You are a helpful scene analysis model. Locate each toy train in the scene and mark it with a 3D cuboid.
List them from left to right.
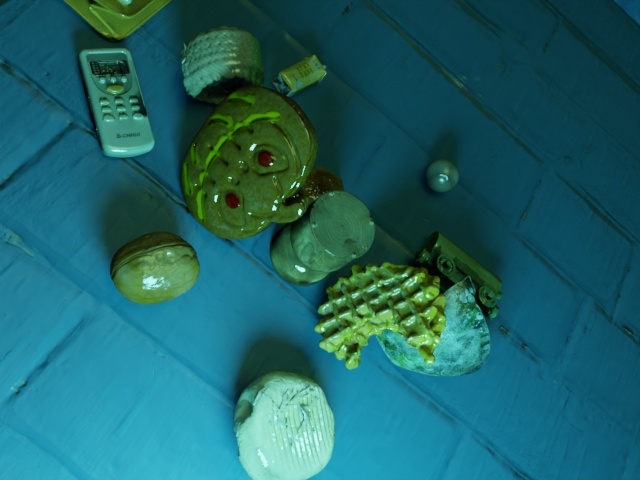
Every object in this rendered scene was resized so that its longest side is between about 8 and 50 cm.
[{"bbox_3d":[0.414,0.099,1.967,0.307,0.126,0.189,37,60,-10],"label":"toy train"}]

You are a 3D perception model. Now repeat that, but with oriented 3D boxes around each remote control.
[{"bbox_3d":[-0.520,-0.351,1.709,0.140,0.056,0.296,-11,77,-27],"label":"remote control"}]

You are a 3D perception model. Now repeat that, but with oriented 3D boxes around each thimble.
[{"bbox_3d":[-0.259,-0.455,1.788,0.219,0.219,0.150,-1,73,-27],"label":"thimble"}]

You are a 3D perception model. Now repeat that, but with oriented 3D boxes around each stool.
[{"bbox_3d":[0.000,0.000,1.717,0.179,0.264,0.179,9,69,-24],"label":"stool"}]

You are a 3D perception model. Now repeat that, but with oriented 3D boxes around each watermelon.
[{"bbox_3d":[0.345,0.245,1.849,0.290,0.213,0.320,38,104,-14],"label":"watermelon"}]

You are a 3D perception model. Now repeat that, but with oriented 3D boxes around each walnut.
[{"bbox_3d":[-0.383,0.063,1.567,0.207,0.167,0.167,-19,81,-29],"label":"walnut"}]

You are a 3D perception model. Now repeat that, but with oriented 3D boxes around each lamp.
[{"bbox_3d":[0.374,-0.200,2.069,0.105,0.105,0.105,9,68,-23],"label":"lamp"}]

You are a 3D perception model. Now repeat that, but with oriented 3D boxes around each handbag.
[{"bbox_3d":[-0.529,-0.752,1.817,0.283,0.133,0.401,37,60,-4],"label":"handbag"}]

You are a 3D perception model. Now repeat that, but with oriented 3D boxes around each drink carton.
[{"bbox_3d":[-0.042,-0.492,1.986,0.200,0.074,0.084,-36,90,-30],"label":"drink carton"}]

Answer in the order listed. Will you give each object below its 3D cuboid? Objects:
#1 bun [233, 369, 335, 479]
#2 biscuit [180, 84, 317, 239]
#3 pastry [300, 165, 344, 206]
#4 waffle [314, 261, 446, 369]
[{"bbox_3d":[-0.091,0.435,1.579,0.273,0.168,0.272,10,73,-36],"label":"bun"},{"bbox_3d":[-0.173,-0.172,1.630,0.350,0.394,0.070,41,22,17],"label":"biscuit"},{"bbox_3d":[-0.003,-0.133,1.871,0.153,0.081,0.153,6,73,-21],"label":"pastry"},{"bbox_3d":[0.155,0.188,1.706,0.151,0.324,0.261,46,42,-53],"label":"waffle"}]
